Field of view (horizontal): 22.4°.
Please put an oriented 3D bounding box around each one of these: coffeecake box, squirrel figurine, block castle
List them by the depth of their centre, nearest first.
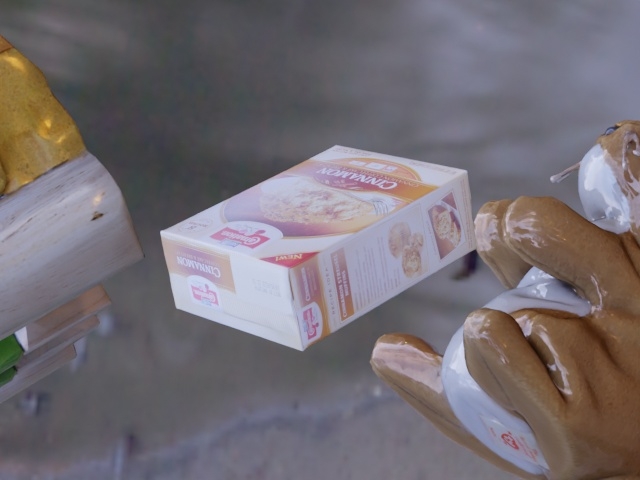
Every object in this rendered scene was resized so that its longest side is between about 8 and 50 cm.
[{"bbox_3d":[-0.274,-0.023,0.853,0.303,0.213,0.453,58,163,2],"label":"block castle"},{"bbox_3d":[0.000,0.000,1.194,0.142,0.185,0.068,15,124,45],"label":"coffeecake box"},{"bbox_3d":[0.321,0.086,1.598,0.370,0.397,0.281,-47,0,-20],"label":"squirrel figurine"}]
